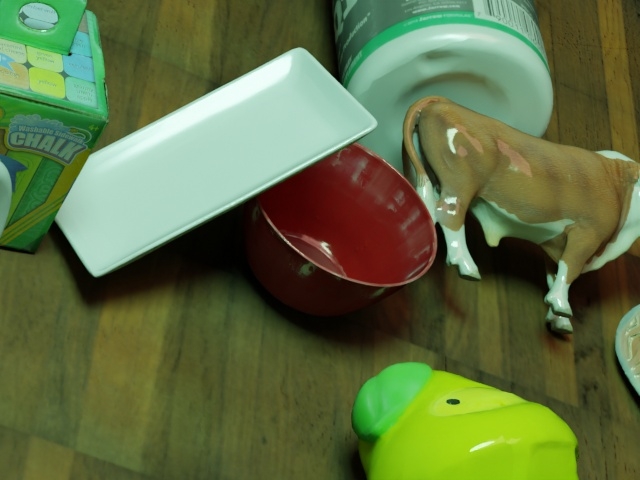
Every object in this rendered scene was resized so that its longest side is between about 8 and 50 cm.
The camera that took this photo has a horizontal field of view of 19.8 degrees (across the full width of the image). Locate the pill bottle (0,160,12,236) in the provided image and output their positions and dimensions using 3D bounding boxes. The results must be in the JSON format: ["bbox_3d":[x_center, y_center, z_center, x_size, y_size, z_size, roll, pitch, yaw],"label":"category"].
[{"bbox_3d":[-0.347,-0.047,1.364,0.215,0.117,0.117,25,37,12],"label":"pill bottle"}]

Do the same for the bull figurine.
[{"bbox_3d":[0.206,-0.027,1.730,0.310,0.101,0.188,19,75,-13],"label":"bull figurine"}]

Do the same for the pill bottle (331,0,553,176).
[{"bbox_3d":[0.113,-0.242,1.865,0.204,0.204,0.361,17,41,-20],"label":"pill bottle"}]

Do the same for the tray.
[{"bbox_3d":[-0.096,-0.063,1.552,0.270,0.030,0.145,-29,45,-12],"label":"tray"}]

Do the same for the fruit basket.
[{"bbox_3d":[0.172,0.232,1.391,0.392,0.283,0.392,17,57,-29],"label":"fruit basket"}]

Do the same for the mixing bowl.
[{"bbox_3d":[0.000,0.000,1.616,0.181,0.098,0.181,20,40,-18],"label":"mixing bowl"}]

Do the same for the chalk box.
[{"bbox_3d":[-0.253,-0.115,1.463,0.132,0.213,0.132,12,43,-25],"label":"chalk box"}]

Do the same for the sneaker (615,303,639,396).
[{"bbox_3d":[0.407,0.174,1.737,0.302,0.108,0.121,40,-2,28],"label":"sneaker"}]
